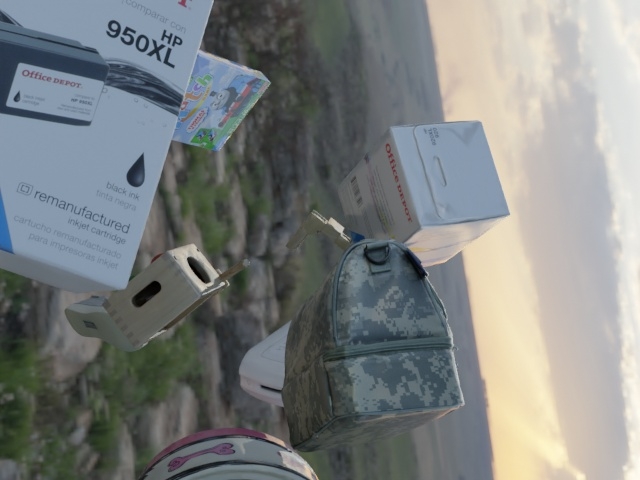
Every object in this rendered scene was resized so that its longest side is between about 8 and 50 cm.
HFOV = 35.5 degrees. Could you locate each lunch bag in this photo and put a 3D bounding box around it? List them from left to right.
[{"bbox_3d":[0.061,0.158,1.486,0.305,0.213,0.255,128,-47,-64],"label":"lunch bag"}]

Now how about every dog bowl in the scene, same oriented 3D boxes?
[{"bbox_3d":[-0.168,0.513,1.804,0.150,0.408,0.407,-109,-175,-61],"label":"dog bowl"}]

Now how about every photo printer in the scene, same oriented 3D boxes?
[{"bbox_3d":[0.009,0.237,1.961,0.307,0.256,0.107,-32,123,-56],"label":"photo printer"}]

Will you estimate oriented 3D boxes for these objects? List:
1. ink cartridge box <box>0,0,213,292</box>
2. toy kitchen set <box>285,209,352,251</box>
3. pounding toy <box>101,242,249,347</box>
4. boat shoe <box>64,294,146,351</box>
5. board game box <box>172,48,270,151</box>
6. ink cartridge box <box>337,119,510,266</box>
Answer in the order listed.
[{"bbox_3d":[-0.321,-0.168,1.154,0.286,0.166,0.394,22,74,-30],"label":"ink cartridge box"},{"bbox_3d":[0.000,0.000,1.687,0.083,0.075,0.068,38,12,-1],"label":"toy kitchen set"},{"bbox_3d":[-0.202,0.054,1.499,0.094,0.181,0.206,52,11,2],"label":"pounding toy"},{"bbox_3d":[-0.352,0.129,1.720,0.081,0.228,0.079,-39,120,-34],"label":"boat shoe"},{"bbox_3d":[-0.196,-0.234,1.675,0.039,0.160,0.211,48,19,24],"label":"board game box"},{"bbox_3d":[0.161,-0.066,1.620,0.232,0.168,0.171,135,-57,-61],"label":"ink cartridge box"}]
